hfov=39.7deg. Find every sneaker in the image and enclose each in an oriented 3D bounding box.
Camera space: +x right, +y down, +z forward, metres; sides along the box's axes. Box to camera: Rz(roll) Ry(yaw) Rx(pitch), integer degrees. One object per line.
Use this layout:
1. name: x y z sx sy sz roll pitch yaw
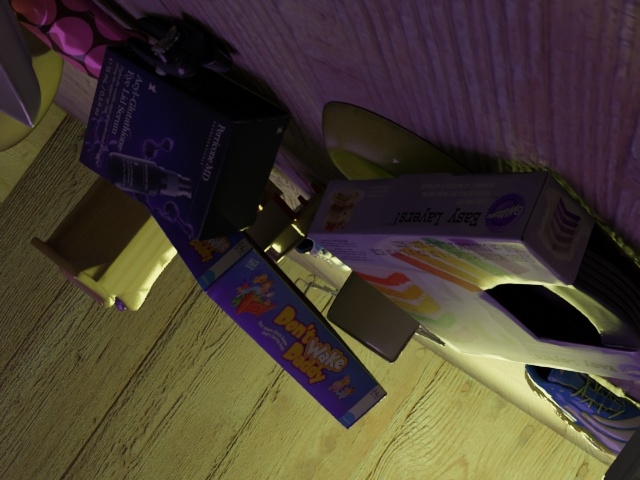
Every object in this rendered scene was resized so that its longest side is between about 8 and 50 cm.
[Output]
1. sneaker: 0.000 0.000 1.561 0.085 0.086 0.237 57 -177 29
2. sneaker: 0.400 0.246 1.350 0.240 0.091 0.126 31 173 39

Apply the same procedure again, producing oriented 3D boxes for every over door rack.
1. over door rack: 0.107 0.118 1.755 0.324 0.108 0.239 14 178 -7

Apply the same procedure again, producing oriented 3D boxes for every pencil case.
1. pencil case: -0.298 -0.269 1.059 0.098 0.095 0.209 -29 132 32

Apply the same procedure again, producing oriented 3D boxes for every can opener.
1. can opener: -0.165 -0.204 0.943 0.073 0.059 0.186 38 173 -39

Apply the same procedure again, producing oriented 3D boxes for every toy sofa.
1. toy sofa: -0.329 -0.061 1.613 0.150 0.362 0.177 30 168 33

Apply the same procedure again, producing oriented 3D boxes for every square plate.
1. square plate: -0.419 -0.310 0.974 0.347 0.049 0.344 27 142 54

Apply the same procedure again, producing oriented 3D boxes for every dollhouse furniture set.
1. dollhouse furniture set: -0.112 -0.102 1.392 0.259 0.135 0.262 44 179 21

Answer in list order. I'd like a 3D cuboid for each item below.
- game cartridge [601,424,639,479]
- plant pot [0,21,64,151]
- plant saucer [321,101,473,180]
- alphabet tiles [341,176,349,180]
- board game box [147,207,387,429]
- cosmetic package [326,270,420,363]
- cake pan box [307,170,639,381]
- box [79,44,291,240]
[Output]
1. game cartridge: 0.375 0.244 0.888 0.062 0.198 0.297 34 174 -1
2. plant pot: -0.496 -0.293 1.316 0.191 0.284 0.284 -23 131 40
3. plant saucer: 0.093 -0.050 0.875 0.241 0.037 0.241 34 175 3
4. alphabet tiles: 0.140 0.010 1.209 0.284 0.021 0.278 30 174 34
5. board game box: -0.069 0.084 1.207 0.347 0.078 0.233 50 178 -40
6. cosmetic package: 0.098 0.098 1.466 0.129 0.153 0.296 34 177 2
7. cake pan box: 0.158 0.033 0.778 0.246 0.070 0.267 36 159 -34
8. box: -0.161 -0.119 1.032 0.207 0.153 0.108 31 -154 24
